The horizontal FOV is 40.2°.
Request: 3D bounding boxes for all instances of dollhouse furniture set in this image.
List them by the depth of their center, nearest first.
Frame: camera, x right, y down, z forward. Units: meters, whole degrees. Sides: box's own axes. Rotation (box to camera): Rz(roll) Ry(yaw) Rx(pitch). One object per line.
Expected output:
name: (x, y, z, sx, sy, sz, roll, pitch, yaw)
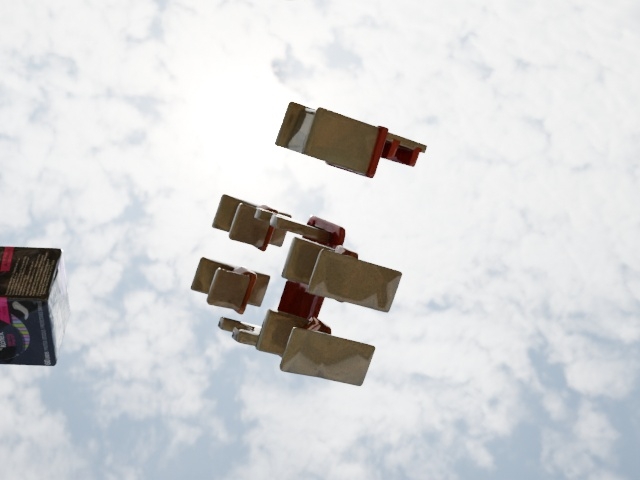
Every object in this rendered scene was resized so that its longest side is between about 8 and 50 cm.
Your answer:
dollhouse furniture set: (0.000, 0.000, 0.901, 0.135, 0.259, 0.262, 17, -175, -29)

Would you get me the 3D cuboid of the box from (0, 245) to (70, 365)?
box: (-0.590, 0.112, 1.523, 0.271, 0.165, 0.143, 2, -142, -4)
